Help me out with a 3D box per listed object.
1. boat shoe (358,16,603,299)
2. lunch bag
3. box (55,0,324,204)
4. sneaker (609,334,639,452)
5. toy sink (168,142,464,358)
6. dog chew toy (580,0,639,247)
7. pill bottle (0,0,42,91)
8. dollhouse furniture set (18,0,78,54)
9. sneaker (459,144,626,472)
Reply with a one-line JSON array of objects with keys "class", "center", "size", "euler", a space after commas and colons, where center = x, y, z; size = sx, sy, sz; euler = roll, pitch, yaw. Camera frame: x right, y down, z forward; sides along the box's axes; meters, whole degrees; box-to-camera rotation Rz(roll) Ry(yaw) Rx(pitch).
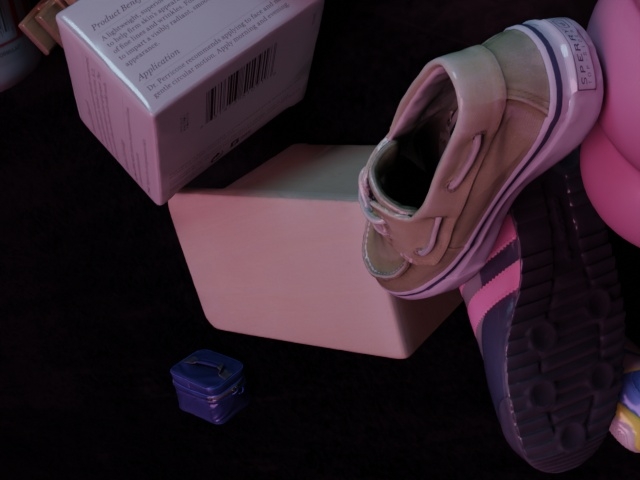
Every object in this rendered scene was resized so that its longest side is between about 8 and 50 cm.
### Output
[{"class": "boat shoe", "center": [0.072, -0.044, 0.649], "size": [0.302, 0.094, 0.109], "euler": [117, 141, -60]}, {"class": "lunch bag", "center": [-0.136, 0.178, 1.224], "size": [0.098, 0.067, 0.065], "euler": [12, 125, 39]}, {"class": "box", "center": [-0.108, -0.153, 0.837], "size": [0.119, 0.181, 0.182], "euler": [48, 162, 10]}, {"class": "sneaker", "center": [0.308, 0.139, 0.758], "size": [0.240, 0.091, 0.126], "euler": [51, 122, 5]}, {"class": "toy sink", "center": [0.000, 0.000, 0.914], "size": [0.234, 0.131, 0.152], "euler": [3, 119, 38]}, {"class": "dog chew toy", "center": [0.243, -0.113, 0.546], "size": [0.207, 0.207, 0.331], "euler": [37, 145, 21]}, {"class": "pill bottle", "center": [-0.451, -0.358, 1.032], "size": [0.229, 0.229, 0.407], "euler": [18, 128, 36]}, {"class": "dollhouse furniture set", "center": [-0.246, -0.332, 0.954], "size": [0.212, 0.161, 0.242], "euler": [-5, 135, 47]}, {"class": "sneaker", "center": [0.150, 0.014, 0.763], "size": [0.131, 0.112, 0.318], "euler": [179, 85, -69]}]
